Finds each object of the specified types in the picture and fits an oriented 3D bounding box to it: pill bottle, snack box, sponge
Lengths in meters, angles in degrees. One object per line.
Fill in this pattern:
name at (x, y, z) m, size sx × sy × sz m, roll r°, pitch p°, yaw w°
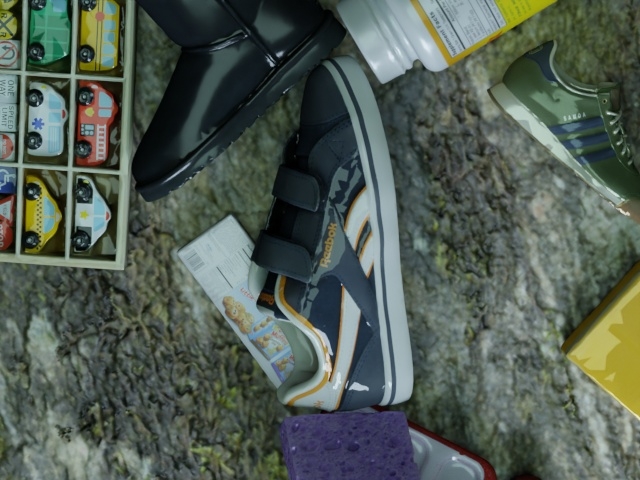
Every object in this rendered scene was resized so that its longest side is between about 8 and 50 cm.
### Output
pill bottle at (0.125, -0.228, 1.608) m, size 0.215 × 0.117 × 0.117 m, roll -31°, pitch 98°, yaw 6°
snack box at (-0.056, 0.063, 1.707) m, size 0.064 × 0.022 × 0.178 m, roll -35°, pitch 97°, yaw 4°
sponge at (0.039, 0.250, 1.608) m, size 0.117 × 0.031 × 0.210 m, roll -1°, pitch 59°, yaw -20°

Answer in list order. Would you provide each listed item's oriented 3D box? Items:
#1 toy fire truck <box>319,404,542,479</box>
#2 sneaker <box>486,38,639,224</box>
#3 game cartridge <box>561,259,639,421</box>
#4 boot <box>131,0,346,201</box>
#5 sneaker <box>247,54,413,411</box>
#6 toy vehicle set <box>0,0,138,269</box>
toy fire truck at (0.097, 0.307, 1.688) m, size 0.302 × 0.169 × 0.254 m, roll 26°, pitch 78°, yaw -1°
sneaker at (0.249, -0.103, 1.653) m, size 0.192 × 0.064 × 0.086 m, roll 40°, pitch 103°, yaw -3°
game cartridge at (0.434, 0.075, 1.694) m, size 0.285 × 0.053 × 0.324 m, roll 41°, pitch 95°, yaw -6°
boot at (-0.129, -0.184, 1.618) m, size 0.246 × 0.094 × 0.207 m, roll -42°, pitch 104°, yaw 7°
sneaker at (0.000, 0.000, 1.632) m, size 0.127 × 0.126 × 0.321 m, roll -9°, pitch 97°, yaw -14°
toy vehicle set at (-0.255, -0.111, 1.674) m, size 0.166 × 0.035 × 0.267 m, roll 3°, pitch 100°, yaw 0°
